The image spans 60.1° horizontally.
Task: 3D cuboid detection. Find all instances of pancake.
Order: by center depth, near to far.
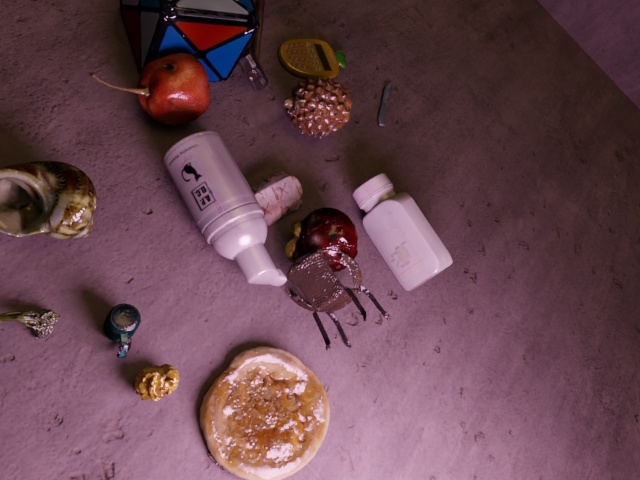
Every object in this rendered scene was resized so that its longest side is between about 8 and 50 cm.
[{"bbox_3d":[-0.104,0.352,1.125,0.282,0.049,0.283,12,61,-22],"label":"pancake"}]

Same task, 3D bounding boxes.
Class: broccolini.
[{"bbox_3d":[-0.560,0.135,0.966,0.194,0.052,0.054,9,57,-27],"label":"broccolini"}]

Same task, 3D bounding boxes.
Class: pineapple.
[{"bbox_3d":[-0.017,-0.362,1.501,0.193,0.166,0.166,-2,65,-31],"label":"pineapple"}]

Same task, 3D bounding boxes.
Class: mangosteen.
[{"bbox_3d":[0.000,0.000,1.319,0.180,0.166,0.166,-4,62,2],"label":"mangosteen"}]

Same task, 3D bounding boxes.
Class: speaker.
[{"bbox_3d":[-0.369,0.171,1.045,0.060,0.075,0.095,-16,74,-35],"label":"speaker"}]

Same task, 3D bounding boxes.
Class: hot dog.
[{"bbox_3d":[-0.116,-0.102,1.361,0.191,0.059,0.108,-35,98,-43],"label":"hot dog"}]

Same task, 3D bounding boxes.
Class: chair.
[{"bbox_3d":[0.030,0.129,1.249,0.213,0.174,0.149,56,17,16],"label":"chair"}]

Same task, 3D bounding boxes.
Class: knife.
[{"bbox_3d":[0.205,-0.437,1.767,0.028,0.015,0.210,21,54,-12],"label":"knife"}]

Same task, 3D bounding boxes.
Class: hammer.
[{"bbox_3d":[-0.184,-0.589,1.582,0.111,0.043,0.366,55,27,-49],"label":"hammer"}]

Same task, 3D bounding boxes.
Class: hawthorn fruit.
[{"bbox_3d":[-0.382,-0.338,1.258,0.285,0.165,0.165,-23,77,-46],"label":"hawthorn fruit"}]

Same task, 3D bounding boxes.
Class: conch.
[{"bbox_3d":[-0.526,-0.069,1.060,0.187,0.124,0.181,-43,100,-16],"label":"conch"}]

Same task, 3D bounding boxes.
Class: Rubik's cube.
[{"bbox_3d":[-0.327,-0.563,1.367,0.246,0.248,0.250,-9,70,-35],"label":"Rubik's cube"}]

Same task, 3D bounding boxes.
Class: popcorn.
[{"bbox_3d":[-0.303,0.264,1.034,0.082,0.083,0.057,-13,98,-58],"label":"popcorn"}]

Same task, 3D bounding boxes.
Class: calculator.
[{"bbox_3d":[-0.020,-0.553,1.684,0.234,0.032,0.146,-8,69,-32],"label":"calculator"}]

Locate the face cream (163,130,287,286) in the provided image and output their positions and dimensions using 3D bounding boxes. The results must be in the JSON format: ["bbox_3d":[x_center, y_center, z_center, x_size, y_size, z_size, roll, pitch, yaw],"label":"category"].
[{"bbox_3d":[-0.200,-0.054,1.225,0.145,0.145,0.370,-23,76,-38],"label":"face cream"}]

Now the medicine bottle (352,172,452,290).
[{"bbox_3d":[0.205,-0.026,1.445,0.111,0.161,0.296,-27,78,-39],"label":"medicine bottle"}]
